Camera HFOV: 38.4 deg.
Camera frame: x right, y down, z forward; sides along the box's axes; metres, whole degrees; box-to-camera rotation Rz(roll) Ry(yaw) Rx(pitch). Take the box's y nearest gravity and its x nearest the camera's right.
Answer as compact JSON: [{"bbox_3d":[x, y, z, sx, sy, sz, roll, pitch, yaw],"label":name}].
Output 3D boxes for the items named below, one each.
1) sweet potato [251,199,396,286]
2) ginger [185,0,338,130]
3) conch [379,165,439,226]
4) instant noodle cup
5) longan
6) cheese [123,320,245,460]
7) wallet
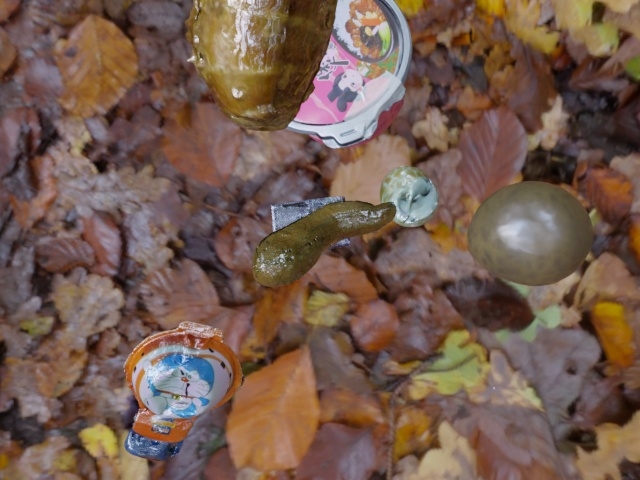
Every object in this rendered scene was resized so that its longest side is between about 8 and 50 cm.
[{"bbox_3d":[-0.002,-0.003,1.248,0.233,0.062,0.081,-28,43,-28],"label":"sweet potato"},{"bbox_3d":[-0.077,-0.320,0.946,0.254,0.176,0.418,21,124,19],"label":"ginger"},{"bbox_3d":[0.180,-0.088,1.883,0.116,0.106,0.173,-33,49,2],"label":"conch"},{"bbox_3d":[0.028,-0.258,1.455,0.258,0.181,0.303,-7,74,12],"label":"instant noodle cup"},{"bbox_3d":[0.185,-0.004,0.815,0.113,0.113,0.092,-3,77,10],"label":"longan"},{"bbox_3d":[-0.262,0.275,1.675,0.216,0.129,0.329,18,120,-17],"label":"cheese"},{"bbox_3d":[-0.022,-0.032,1.983,0.165,0.030,0.111,-7,85,3],"label":"wallet"}]
